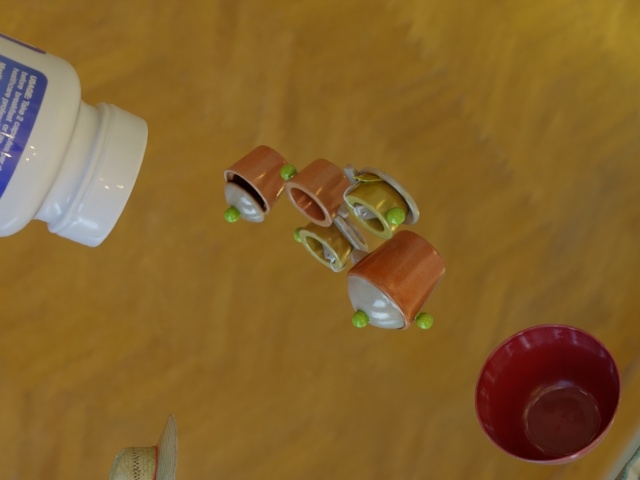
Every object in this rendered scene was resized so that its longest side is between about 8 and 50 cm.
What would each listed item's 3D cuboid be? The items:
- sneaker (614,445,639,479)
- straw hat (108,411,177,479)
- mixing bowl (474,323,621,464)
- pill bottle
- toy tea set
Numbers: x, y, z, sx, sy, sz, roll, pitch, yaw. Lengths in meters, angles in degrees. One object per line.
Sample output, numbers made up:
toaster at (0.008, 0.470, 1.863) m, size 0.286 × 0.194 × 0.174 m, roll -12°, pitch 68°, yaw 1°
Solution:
sneaker at (0.224, 0.205, 1.185) m, size 0.087 × 0.092 × 0.228 m, roll -58°, pitch 167°, yaw 25°
straw hat at (-0.191, 0.251, 1.845) m, size 0.061 × 0.144 × 0.144 m, roll 5°, pitch 124°, yaw -14°
mixing bowl at (0.289, 0.205, 2.154) m, size 0.181 × 0.181 × 0.098 m, roll -51°, pitch 146°, yaw -11°
pill bottle at (-0.279, -0.093, 1.349) m, size 0.272 × 0.152 × 0.152 m, roll 23°, pitch 103°, yaw -19°
toy tea set at (0.000, 0.000, 2.066) m, size 0.124 × 0.336 × 0.200 m, roll -47°, pitch 124°, yaw -19°
